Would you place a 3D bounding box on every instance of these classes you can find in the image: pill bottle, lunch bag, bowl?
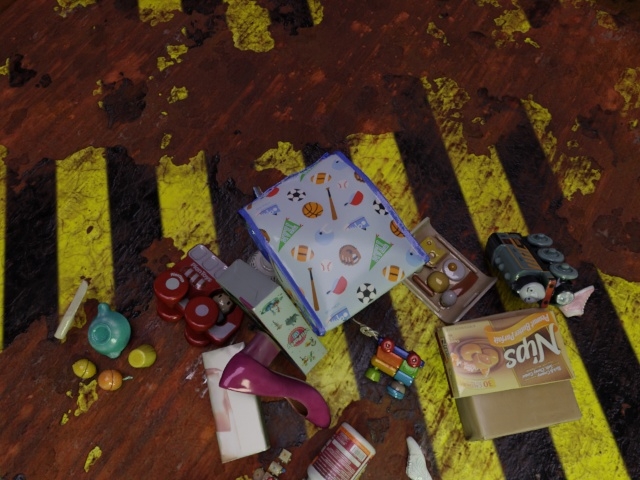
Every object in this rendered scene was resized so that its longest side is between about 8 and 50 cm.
[{"bbox_3d":[0.041,0.630,1.273,0.121,0.121,0.221,40,74,13],"label":"pill bottle"},{"bbox_3d":[0.020,-0.003,1.173,0.327,0.239,0.386,-34,81,-12],"label":"lunch bag"},{"bbox_3d":[-0.157,0.079,1.488,0.170,0.080,0.170,3,63,-7],"label":"bowl"}]

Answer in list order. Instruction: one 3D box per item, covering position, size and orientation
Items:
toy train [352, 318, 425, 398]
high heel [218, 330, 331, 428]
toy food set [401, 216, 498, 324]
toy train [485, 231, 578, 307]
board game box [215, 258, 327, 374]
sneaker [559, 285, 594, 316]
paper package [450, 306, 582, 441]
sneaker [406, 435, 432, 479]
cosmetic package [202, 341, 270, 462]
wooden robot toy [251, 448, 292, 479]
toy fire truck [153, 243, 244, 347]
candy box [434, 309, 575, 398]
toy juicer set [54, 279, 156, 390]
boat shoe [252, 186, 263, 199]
[{"bbox_3d":[0.175,0.359,1.396,0.247,0.105,0.144,28,85,10],"label":"toy train"},{"bbox_3d":[-0.119,0.439,1.265,0.377,0.127,0.181,52,55,-16],"label":"high heel"},{"bbox_3d":[0.387,0.092,1.495,0.219,0.092,0.306,-41,75,-14],"label":"toy food set"},{"bbox_3d":[0.637,0.083,1.413,0.190,0.142,0.334,2,30,1],"label":"toy train"},{"bbox_3d":[-0.135,0.213,1.296,0.097,0.303,0.224,-44,38,-16],"label":"board game box"},{"bbox_3d":[0.833,0.201,1.481,0.134,0.051,0.070,-26,73,-6],"label":"sneaker"},{"bbox_3d":[0.541,0.386,1.346,0.309,0.168,0.325,-9,69,-5],"label":"paper package"},{"bbox_3d":[0.270,0.638,1.308,0.061,0.054,0.152,-17,71,-4],"label":"sneaker"},{"bbox_3d":[-0.241,0.460,1.320,0.129,0.153,0.296,-14,69,-7],"label":"cosmetic package"},{"bbox_3d":[-0.157,0.660,1.291,0.079,0.076,0.173,26,70,20],"label":"wooden robot toy"},{"bbox_3d":[-0.357,0.167,1.437,0.302,0.169,0.254,38,55,12],"label":"toy fire truck"},{"bbox_3d":[0.490,0.306,1.239,0.316,0.088,0.183,-7,69,-5],"label":"candy box"},{"bbox_3d":[-0.681,0.310,1.414,0.209,0.089,0.329,-44,84,-2],"label":"toy juicer set"},{"bbox_3d":[-0.172,-0.112,1.589,0.066,0.066,0.183,-27,82,-15],"label":"boat shoe"}]
